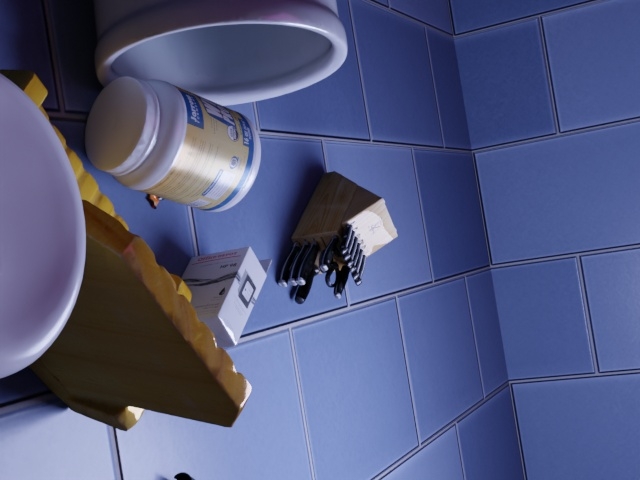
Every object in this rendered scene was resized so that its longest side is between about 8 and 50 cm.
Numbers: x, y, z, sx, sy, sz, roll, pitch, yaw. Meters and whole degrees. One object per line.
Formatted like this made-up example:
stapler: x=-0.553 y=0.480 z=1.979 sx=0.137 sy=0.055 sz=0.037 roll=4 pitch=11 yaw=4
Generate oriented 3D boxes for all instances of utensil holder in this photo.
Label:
utensil holder: x=-0.152 y=-0.407 z=1.281 sx=0.327 sy=0.327 sz=0.386 roll=8 pitch=71 yaw=-63

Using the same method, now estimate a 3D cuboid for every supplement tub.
supplement tub: x=-0.191 y=-0.125 z=1.273 sx=0.199 sy=0.144 sz=0.144 roll=17 pitch=66 yaw=-48
supplement tub: x=-0.359 y=0.004 z=0.710 sx=0.228 sy=0.316 sz=0.229 roll=31 pitch=55 yaw=-58

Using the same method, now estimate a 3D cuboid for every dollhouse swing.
dollhouse swing: x=-0.213 y=0.000 z=1.029 sx=0.347 sy=0.304 sz=0.315 roll=60 pitch=33 yaw=-35

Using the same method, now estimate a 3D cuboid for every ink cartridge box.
ink cartridge box: x=-0.146 y=0.071 z=1.368 sx=0.060 sy=0.104 sz=0.180 roll=62 pitch=31 yaw=-32

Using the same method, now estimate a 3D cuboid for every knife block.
knife block: x=0.000 y=0.000 z=1.738 sx=0.275 sy=0.242 sz=0.088 roll=37 pitch=-25 yaw=57

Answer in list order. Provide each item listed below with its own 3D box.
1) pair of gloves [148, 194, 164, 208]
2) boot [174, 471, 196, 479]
pair of gloves: x=-0.233 y=-0.094 z=1.351 sx=0.083 sy=0.010 sz=0.074 roll=62 pitch=31 yaw=-35
boot: x=-0.159 y=0.417 z=1.276 sx=0.137 sy=0.076 sz=0.198 roll=46 pitch=29 yaw=-43
